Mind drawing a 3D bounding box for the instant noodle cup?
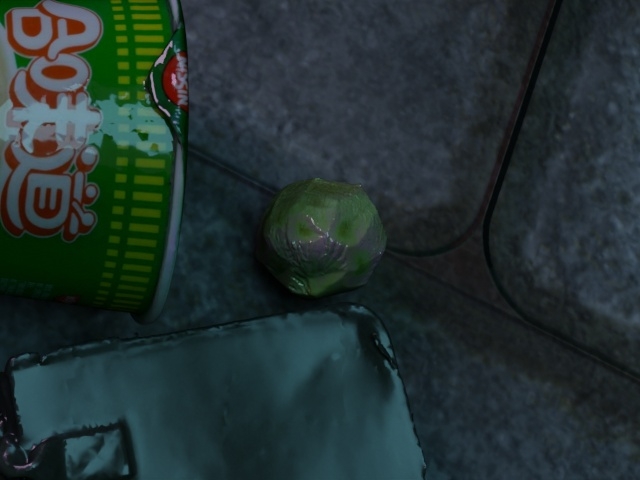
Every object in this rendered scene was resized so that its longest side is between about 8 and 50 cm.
[{"bbox_3d":[-0.204,-0.059,0.971,0.232,0.207,0.207,3,73,-15],"label":"instant noodle cup"}]

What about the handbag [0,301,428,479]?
[{"bbox_3d":[-0.058,0.176,1.023,0.260,0.079,0.247,-7,77,-25],"label":"handbag"}]

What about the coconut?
[{"bbox_3d":[0.000,0.000,1.097,0.083,0.082,0.081,14,63,5],"label":"coconut"}]
